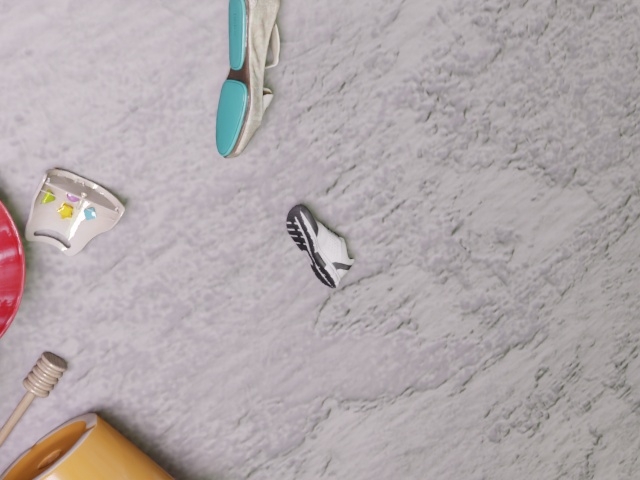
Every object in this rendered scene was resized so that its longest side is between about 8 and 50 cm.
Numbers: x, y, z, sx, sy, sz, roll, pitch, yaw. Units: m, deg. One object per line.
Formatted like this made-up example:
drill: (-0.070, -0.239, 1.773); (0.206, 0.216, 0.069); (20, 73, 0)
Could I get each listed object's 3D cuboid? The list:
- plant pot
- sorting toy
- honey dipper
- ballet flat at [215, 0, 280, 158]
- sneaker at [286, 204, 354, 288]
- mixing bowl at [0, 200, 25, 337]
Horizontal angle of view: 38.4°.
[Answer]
plant pot: (-0.222, 0.286, 0.922); (0.205, 0.205, 0.188); (-36, 105, -9)
sorting toy: (-0.243, -0.023, 0.876); (0.083, 0.045, 0.075); (25, 104, -31)
honey dipper: (-0.311, 0.185, 0.927); (0.030, 0.030, 0.161); (32, 95, -31)
ballet flat: (-0.065, -0.160, 0.899); (0.052, 0.057, 0.168); (-4, 111, -34)
sneaker: (0.000, 0.000, 1.003); (0.044, 0.040, 0.109); (-45, 126, -23)
mixing bowl: (-0.359, 0.027, 0.786); (0.181, 0.098, 0.181); (17, 67, -47)
